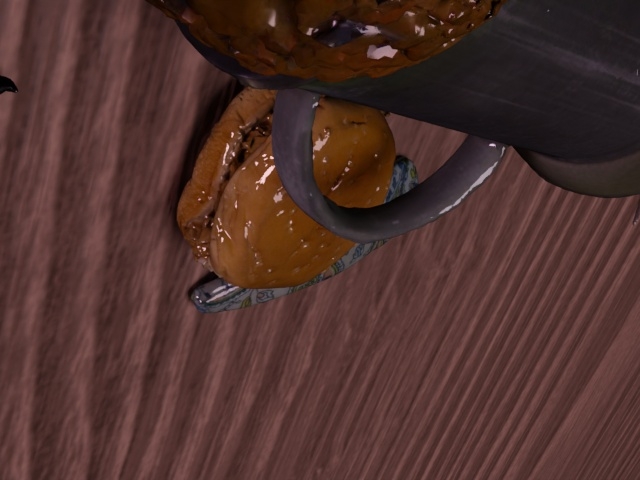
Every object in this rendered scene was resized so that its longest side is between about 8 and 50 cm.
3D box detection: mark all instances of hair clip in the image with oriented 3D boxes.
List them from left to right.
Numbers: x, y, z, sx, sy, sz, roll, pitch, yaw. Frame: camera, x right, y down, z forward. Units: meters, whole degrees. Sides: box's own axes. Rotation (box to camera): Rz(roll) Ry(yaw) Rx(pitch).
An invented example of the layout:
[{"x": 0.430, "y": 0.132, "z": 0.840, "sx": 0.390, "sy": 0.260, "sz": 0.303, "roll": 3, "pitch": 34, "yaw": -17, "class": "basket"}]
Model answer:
[{"x": 0.002, "y": 0.001, "z": 0.830, "sx": 0.229, "sy": 0.036, "sz": 0.066, "roll": -30, "pitch": 138, "yaw": -33, "class": "hair clip"}]

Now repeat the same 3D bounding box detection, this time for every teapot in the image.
[{"x": 0.067, "y": -0.121, "z": 0.590, "sx": 0.337, "sy": 0.200, "sz": 0.270, "roll": 9, "pitch": 118, "yaw": -46, "class": "teapot"}]

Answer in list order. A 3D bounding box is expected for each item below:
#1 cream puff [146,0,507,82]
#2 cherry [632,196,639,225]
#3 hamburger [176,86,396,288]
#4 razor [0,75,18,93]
[{"x": 0.000, "y": -0.119, "z": 0.355, "sx": 0.165, "sy": 0.115, "sz": 0.150, "roll": -2, "pitch": 133, "yaw": 2, "class": "cream puff"}, {"x": 0.326, "y": -0.155, "z": 0.928, "sx": 0.261, "sy": 0.221, "sz": 0.307, "roll": 4, "pitch": 102, "yaw": -58, "class": "cherry"}, {"x": -0.017, "y": -0.037, "z": 0.715, "sx": 0.138, "sy": 0.083, "sz": 0.147, "roll": -2, "pitch": 128, "yaw": -58, "class": "hamburger"}, {"x": -0.138, "y": -0.094, "z": 0.421, "sx": 0.082, "sy": 0.042, "sz": 0.253, "roll": -32, "pitch": -177, "yaw": -28, "class": "razor"}]
